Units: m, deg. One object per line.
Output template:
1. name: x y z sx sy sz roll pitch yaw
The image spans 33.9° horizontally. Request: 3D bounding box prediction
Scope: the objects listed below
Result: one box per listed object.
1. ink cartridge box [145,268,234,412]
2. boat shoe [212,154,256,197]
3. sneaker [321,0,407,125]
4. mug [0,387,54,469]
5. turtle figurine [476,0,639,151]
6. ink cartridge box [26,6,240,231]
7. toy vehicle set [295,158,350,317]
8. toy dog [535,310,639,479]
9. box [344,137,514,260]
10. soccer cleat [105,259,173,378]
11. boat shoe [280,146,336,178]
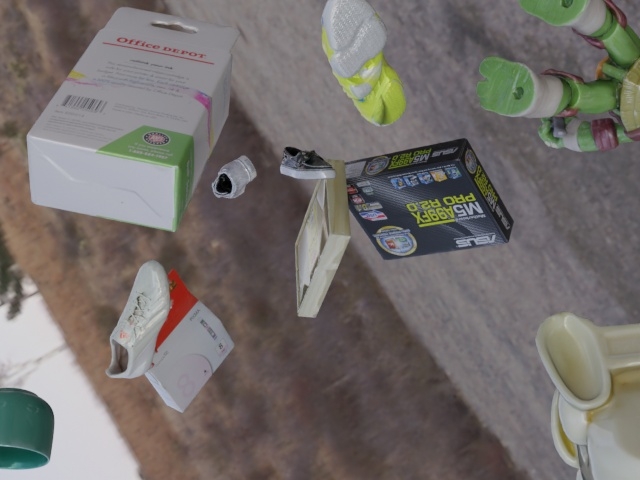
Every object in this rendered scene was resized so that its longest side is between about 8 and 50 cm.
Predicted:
1. ink cartridge box: -0.286 0.203 2.111 0.066 0.189 0.232 18 147 35
2. boat shoe: -0.175 -0.109 1.995 0.066 0.063 0.184 61 158 -7
3. sneaker: 0.039 -0.266 1.464 0.126 0.091 0.240 52 172 42
4. mug: -0.476 0.279 1.568 0.129 0.157 0.097 61 -154 -59
5. turtle figurine: 0.257 -0.185 1.019 0.266 0.197 0.275 6 -118 -43
6. ink cartridge box: -0.247 -0.182 1.474 0.354 0.207 0.119 -73 -7 -48
7. toy vehicle set: 0.000 0.000 1.883 0.267 0.035 0.166 112 160 -53
8. toy dog: 0.507 0.331 1.601 0.408 0.284 0.396 76 179 -51
9. box: 0.188 -0.069 1.927 0.216 0.270 0.060 55 -138 -33
10. soccer cleat: -0.272 0.123 1.568 0.068 0.076 0.196 31 117 34
11. boat shoe: -0.022 -0.112 1.526 0.142 0.049 0.040 18 109 61
